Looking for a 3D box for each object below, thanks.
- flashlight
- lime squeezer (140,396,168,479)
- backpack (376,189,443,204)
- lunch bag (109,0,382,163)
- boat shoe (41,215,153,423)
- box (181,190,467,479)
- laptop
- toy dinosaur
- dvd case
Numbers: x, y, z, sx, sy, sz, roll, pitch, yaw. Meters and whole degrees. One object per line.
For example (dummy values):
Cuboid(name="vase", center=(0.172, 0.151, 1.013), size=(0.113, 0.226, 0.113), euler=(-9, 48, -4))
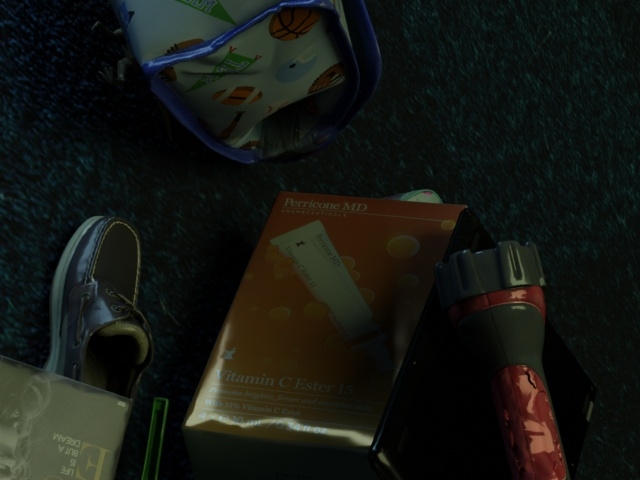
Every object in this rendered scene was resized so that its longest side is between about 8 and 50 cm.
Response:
Cuboid(name="flashlight", center=(0.185, 0.156, 1.756), size=(0.103, 0.103, 0.304), euler=(-4, 75, -30))
Cuboid(name="lime squeezer", center=(-0.182, 0.293, 1.745), size=(0.310, 0.059, 0.110), euler=(-75, 152, -43))
Cuboid(name="backpack", center=(0.110, 0.035, 2.234), size=(0.166, 0.144, 0.188), euler=(-37, 104, -51))
Cuboid(name="lunch bag", center=(-0.089, -0.278, 1.959), size=(0.385, 0.239, 0.327), euler=(59, 11, -72))
Cuboid(name="boat shoe", center=(-0.201, 0.097, 1.787), size=(0.103, 0.092, 0.285), euler=(45, 43, -38))
Cuboid(name="box", center=(0.021, 0.130, 1.947), size=(0.345, 0.215, 0.168), euler=(-70, 158, -43))
Cuboid(name="laptop", center=(0.120, 0.261, 1.912), size=(0.408, 0.236, 0.382), euler=(54, 34, -22))
Cuboid(name="toy dinosaur", center=(-0.185, -0.191, 1.985), size=(0.093, 0.053, 0.183), euler=(-21, 93, -58))
Cuboid(name="dvd case", center=(-0.259, 0.215, 1.630), size=(0.165, 0.018, 0.221), euler=(21, 66, -24))
